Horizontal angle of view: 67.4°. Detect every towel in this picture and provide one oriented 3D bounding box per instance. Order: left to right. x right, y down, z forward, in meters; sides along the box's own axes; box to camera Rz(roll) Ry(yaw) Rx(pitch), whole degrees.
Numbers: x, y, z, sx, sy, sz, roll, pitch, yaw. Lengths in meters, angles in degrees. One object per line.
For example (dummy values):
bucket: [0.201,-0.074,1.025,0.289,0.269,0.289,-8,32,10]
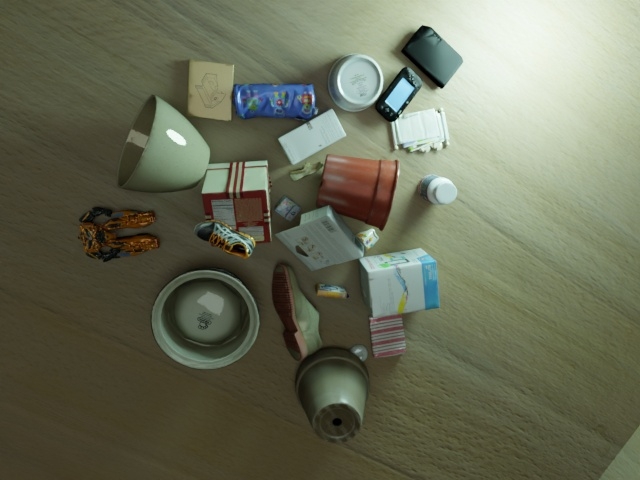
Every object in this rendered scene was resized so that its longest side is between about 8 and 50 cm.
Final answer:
towel: [0.284,0.401,2.050,0.144,0.029,0.197,-9,102,-4]

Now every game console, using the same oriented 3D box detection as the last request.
game console: [0.354,-0.601,1.800,0.213,0.044,0.361,37,93,-13]

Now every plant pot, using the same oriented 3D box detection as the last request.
plant pot: [0.057,0.645,1.937,0.322,0.280,0.324,-1,106,-3]
plant pot: [0.129,-0.196,1.784,0.264,0.272,0.273,13,102,0]

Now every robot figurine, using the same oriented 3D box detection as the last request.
robot figurine: [-0.765,-0.026,1.800,0.290,0.085,0.211,-7,103,-5]

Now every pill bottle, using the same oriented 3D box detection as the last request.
pill bottle: [0.452,-0.193,1.847,0.107,0.180,0.108,-1,103,-6]

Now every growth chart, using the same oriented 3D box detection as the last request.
growth chart: [0.386,-0.427,1.866,0.237,0.021,0.172,-7,104,-5]

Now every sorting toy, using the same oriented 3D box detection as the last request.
sorting toy: [0.198,-0.007,1.940,0.075,0.045,0.083,-38,105,-16]

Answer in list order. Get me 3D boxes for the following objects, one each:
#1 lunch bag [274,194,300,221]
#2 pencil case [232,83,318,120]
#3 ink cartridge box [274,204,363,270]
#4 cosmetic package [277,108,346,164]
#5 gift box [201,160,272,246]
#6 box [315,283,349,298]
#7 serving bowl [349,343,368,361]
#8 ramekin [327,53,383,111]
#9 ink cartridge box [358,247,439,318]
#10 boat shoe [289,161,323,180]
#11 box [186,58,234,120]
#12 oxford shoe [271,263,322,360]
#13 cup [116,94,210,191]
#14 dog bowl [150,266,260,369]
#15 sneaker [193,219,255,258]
lunch bag: [-0.126,-0.123,1.866,0.083,0.053,0.071,38,98,-22]
pencil case: [-0.165,-0.500,1.738,0.305,0.119,0.133,-1,114,-6]
ink cartridge box: [0.000,0.000,1.837,0.238,0.060,0.275,-17,137,27]
cosmetic package: [-0.035,-0.387,1.797,0.231,0.085,0.118,-30,104,0]
gift box: [-0.303,-0.128,1.746,0.254,0.258,0.277,0,125,-6]
box: [0.050,0.207,1.947,0.136,0.081,0.028,6,102,-8]
serving bowl: [0.165,0.488,2.054,0.083,0.027,0.084,-2,103,-7]
ramekin: [0.133,-0.581,1.757,0.206,0.109,0.208,-2,103,-7]
ink cartridge box: [0.306,0.166,1.906,0.269,0.198,0.198,-9,105,-5]
boat shoe: [-0.055,-0.273,1.838,0.135,0.050,0.045,-26,110,0]
box: [-0.401,-0.547,1.750,0.164,0.021,0.202,4,102,-7]
oxford shoe: [-0.092,0.276,1.945,0.146,0.140,0.398,-18,102,-34]
cup: [-0.530,-0.300,1.671,0.236,0.331,0.331,20,101,-35]
dog bowl: [-0.440,0.287,1.878,0.407,0.150,0.409,-2,104,-7]
sneaker: [-0.323,-0.002,1.623,0.214,0.083,0.084,18,123,-16]
